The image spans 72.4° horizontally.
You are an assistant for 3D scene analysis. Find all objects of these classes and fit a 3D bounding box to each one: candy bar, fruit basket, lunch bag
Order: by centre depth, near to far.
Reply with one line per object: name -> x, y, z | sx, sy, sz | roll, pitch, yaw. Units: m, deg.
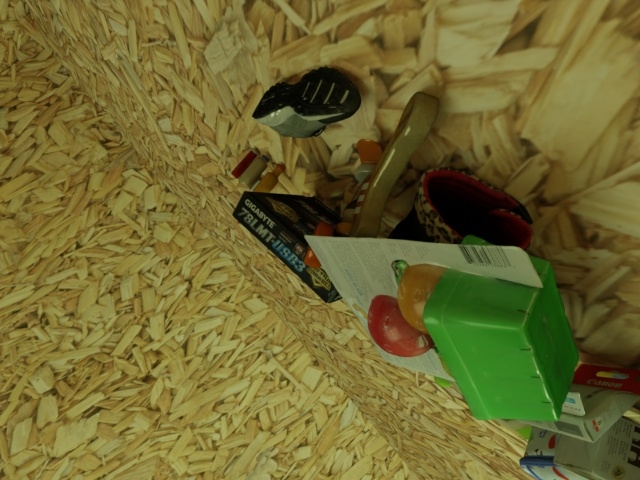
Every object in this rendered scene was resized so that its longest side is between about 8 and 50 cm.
fruit basket -> 0.173, 0.110, 0.652 | 0.353, 0.165, 0.327 | 8, 137, 52
candy bar -> 0.508, 0.230, 0.713 | 0.040, 0.018, 0.161 | 50, 158, -5
lunch bag -> 0.564, 0.478, 0.842 | 0.304, 0.115, 0.243 | 33, 153, 8

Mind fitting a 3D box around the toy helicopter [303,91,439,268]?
toy helicopter -> 0.101, -0.097, 0.744 | 0.140, 0.234, 0.355 | 23, 135, -5

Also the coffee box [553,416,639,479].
coffee box -> 0.522, 0.360, 0.673 | 0.247, 0.098, 0.141 | 21, 163, 13

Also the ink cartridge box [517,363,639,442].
ink cartridge box -> 0.414, 0.234, 0.692 | 0.045, 0.179, 0.145 | 60, 159, -1

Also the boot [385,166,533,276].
boot -> 0.270, 0.065, 0.737 | 0.377, 0.138, 0.284 | 46, 160, 20

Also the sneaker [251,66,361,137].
sneaker -> -0.016, -0.246, 0.824 | 0.108, 0.100, 0.272 | 33, 168, -37

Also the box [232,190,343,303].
box -> 0.000, 0.000, 0.985 | 0.295, 0.293, 0.073 | 41, 113, 22

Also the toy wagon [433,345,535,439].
toy wagon -> 0.421, 0.375, 1.068 | 0.344, 0.068, 0.267 | 41, 158, 17

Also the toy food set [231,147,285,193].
toy food set -> -0.180, -0.194, 1.249 | 0.111, 0.104, 0.232 | 40, 180, -16

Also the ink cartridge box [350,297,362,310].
ink cartridge box -> 0.106, 0.105, 1.227 | 0.171, 0.056, 0.235 | 41, 155, 18
